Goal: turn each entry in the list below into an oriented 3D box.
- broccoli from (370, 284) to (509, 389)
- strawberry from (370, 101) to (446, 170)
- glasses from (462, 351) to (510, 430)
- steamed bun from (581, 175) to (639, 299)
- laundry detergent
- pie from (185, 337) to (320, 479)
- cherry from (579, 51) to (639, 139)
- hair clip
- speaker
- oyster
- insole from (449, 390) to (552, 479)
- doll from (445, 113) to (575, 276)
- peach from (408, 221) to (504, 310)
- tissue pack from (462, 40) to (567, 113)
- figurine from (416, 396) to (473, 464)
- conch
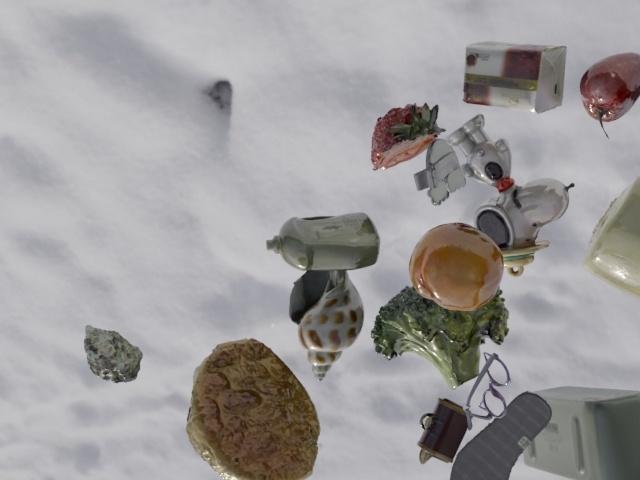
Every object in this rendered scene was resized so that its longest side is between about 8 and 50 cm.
[{"bbox_3d":[0.293,0.192,1.737,0.272,0.324,0.334,43,149,0],"label":"broccoli"},{"bbox_3d":[0.198,-0.254,1.768,0.174,0.228,0.098,-16,77,-12],"label":"strawberry"},{"bbox_3d":[0.270,0.273,1.256,0.062,0.103,0.140,31,132,47],"label":"glasses"},{"bbox_3d":[0.668,0.005,1.499,0.200,0.154,0.250,32,130,18],"label":"steamed bun"},{"bbox_3d":[0.000,0.000,1.672,0.253,0.181,0.091,-4,127,-11],"label":"laundry detergent"},{"bbox_3d":[-0.137,0.363,1.506,0.339,0.339,0.083,44,124,-7],"label":"pie"},{"bbox_3d":[0.465,-0.244,1.160,0.087,0.126,0.106,35,150,28],"label":"cherry"},{"bbox_3d":[0.282,-0.162,1.671,0.054,0.220,0.140,-11,104,35],"label":"hair clip"},{"bbox_3d":[0.625,0.455,1.730,0.183,0.406,0.184,-6,82,-12],"label":"speaker"},{"bbox_3d":[-0.352,0.191,1.226,0.100,0.037,0.098,-1,77,2],"label":"oyster"},{"bbox_3d":[0.343,0.413,1.409,0.110,0.012,0.309,40,117,16],"label":"insole"},{"bbox_3d":[0.325,-0.086,1.357,0.271,0.144,0.208,39,108,10],"label":"doll"},{"bbox_3d":[0.197,0.038,1.079,0.138,0.138,0.138,9,121,16],"label":"peach"},{"bbox_3d":[0.331,-0.283,1.248,0.148,0.099,0.106,19,119,43],"label":"tissue pack"},{"bbox_3d":[0.255,0.421,1.595,0.098,0.154,0.082,31,174,-29],"label":"figurine"},{"bbox_3d":[0.017,0.192,1.745,0.182,0.275,0.148,5,154,43],"label":"conch"}]
